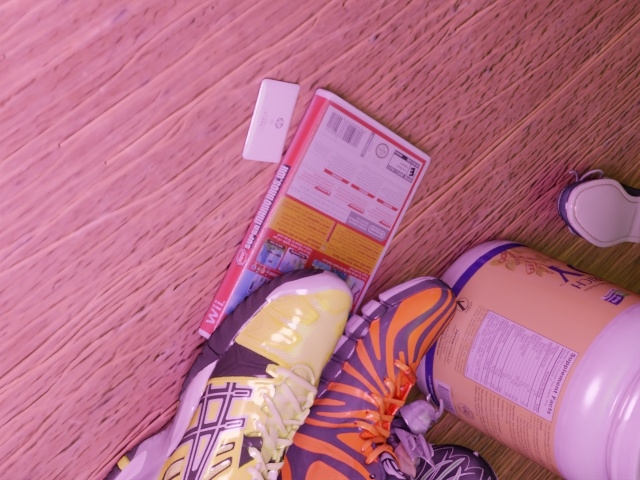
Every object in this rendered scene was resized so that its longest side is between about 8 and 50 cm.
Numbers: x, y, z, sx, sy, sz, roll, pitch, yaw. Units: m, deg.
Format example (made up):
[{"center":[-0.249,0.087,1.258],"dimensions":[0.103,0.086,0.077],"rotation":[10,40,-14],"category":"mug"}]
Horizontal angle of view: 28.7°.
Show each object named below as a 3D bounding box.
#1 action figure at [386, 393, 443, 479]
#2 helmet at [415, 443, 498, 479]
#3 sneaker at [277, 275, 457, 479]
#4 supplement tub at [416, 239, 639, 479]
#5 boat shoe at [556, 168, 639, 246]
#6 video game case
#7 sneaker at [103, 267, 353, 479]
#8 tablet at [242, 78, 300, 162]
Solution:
[{"center":[0.054,0.294,1.475],"dimensions":[0.099,0.185,0.285],"rotation":[36,97,-15],"category":"action figure"},{"center":[0.146,0.344,1.588],"dimensions":[0.169,0.169,0.161],"rotation":[-38,150,-27],"category":"helmet"},{"center":[0.067,0.196,1.373],"dimensions":[0.321,0.180,0.124],"rotation":[-46,141,-3],"category":"sneaker"},{"center":[0.304,0.158,1.526],"dimensions":[0.241,0.331,0.241],"rotation":[-24,125,-38],"category":"supplement tub"},{"center":[0.383,-0.047,1.700],"dimensions":[0.254,0.079,0.095],"rotation":[-3,109,-48],"category":"boat shoe"},{"center":[0.000,0.000,1.361],"dimensions":[0.204,0.025,0.285],"rotation":[26,90,-50],"category":"video game case"},{"center":[-0.076,0.205,1.271],"dimensions":[0.384,0.147,0.145],"rotation":[-55,138,-1],"category":"sneaker"},{"center":[-0.049,-0.120,1.262],"dimensions":[0.054,0.006,0.083],"rotation":[3,108,-48],"category":"tablet"}]
